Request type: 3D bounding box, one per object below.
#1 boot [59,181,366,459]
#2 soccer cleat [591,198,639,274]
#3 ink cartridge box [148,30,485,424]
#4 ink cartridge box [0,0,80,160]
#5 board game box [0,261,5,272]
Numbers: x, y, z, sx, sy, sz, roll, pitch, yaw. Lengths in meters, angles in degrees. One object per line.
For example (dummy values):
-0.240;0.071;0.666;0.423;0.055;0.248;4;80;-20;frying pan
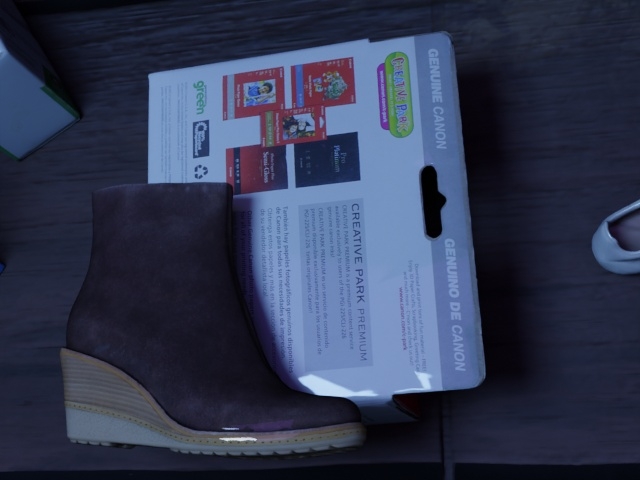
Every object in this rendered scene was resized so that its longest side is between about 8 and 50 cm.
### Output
-0.080;0.054;0.752;0.249;0.090;0.206;1;76;20;boot
0.318;-0.023;0.823;0.196;0.076;0.068;-21;69;7;soccer cleat
0.000;0.000;0.867;0.272;0.130;0.309;-6;72;14;ink cartridge box
-0.348;-0.203;1.010;0.087;0.153;0.208;-35;67;3;ink cartridge box
-0.446;0.051;0.849;0.078;0.347;0.233;34;84;19;board game box
